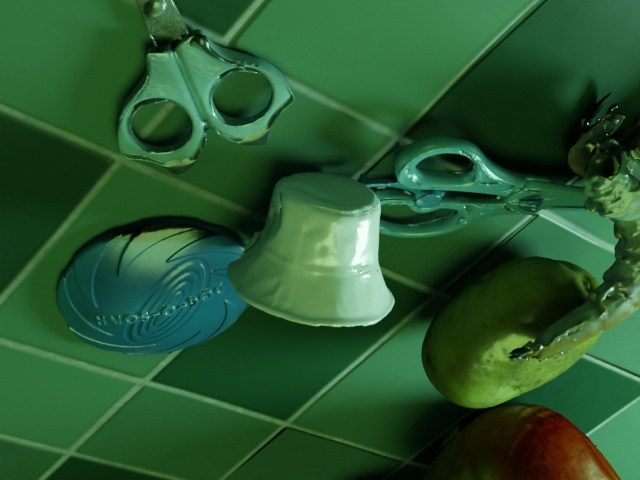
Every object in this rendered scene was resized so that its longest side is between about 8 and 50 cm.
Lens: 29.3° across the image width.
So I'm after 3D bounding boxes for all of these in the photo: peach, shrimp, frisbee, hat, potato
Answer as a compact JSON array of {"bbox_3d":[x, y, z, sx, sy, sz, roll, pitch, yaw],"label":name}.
[{"bbox_3d":[0.307,0.416,1.800,0.290,0.373,0.372,-39,135,19],"label":"peach"},{"bbox_3d":[0.384,-0.134,1.413,0.219,0.046,0.152,-30,143,29],"label":"shrimp"},{"bbox_3d":[-0.190,0.069,1.461,0.242,0.045,0.242,-11,139,-9],"label":"frisbee"},{"bbox_3d":[0.341,0.022,1.453,0.185,0.068,0.287,10,116,-32],"label":"shrimp"},{"bbox_3d":[0.000,0.000,1.361,0.203,0.203,0.126,3,115,-21],"label":"hat"},{"bbox_3d":[0.247,0.114,1.574,0.197,0.148,0.228,26,121,-24],"label":"potato"}]

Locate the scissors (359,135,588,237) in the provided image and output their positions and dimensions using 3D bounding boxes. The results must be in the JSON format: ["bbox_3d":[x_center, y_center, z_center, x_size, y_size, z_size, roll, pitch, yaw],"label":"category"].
[{"bbox_3d":[0.231,-0.050,1.448,0.392,0.032,0.180,4,147,-19],"label":"scissors"}]

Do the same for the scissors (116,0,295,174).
[{"bbox_3d":[-0.148,-0.201,1.181,0.191,0.029,0.360,-17,140,3],"label":"scissors"}]
